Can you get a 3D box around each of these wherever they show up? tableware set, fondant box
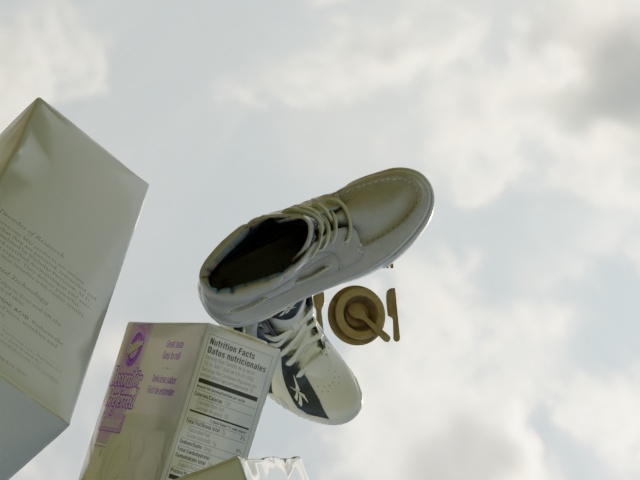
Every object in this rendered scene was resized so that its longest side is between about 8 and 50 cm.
[{"bbox_3d":[0.051,0.052,2.436,0.128,0.194,0.039,-2,172,-18],"label":"tableware set"},{"bbox_3d":[-0.175,0.255,1.825,0.238,0.096,0.330,-5,-115,63],"label":"fondant box"}]

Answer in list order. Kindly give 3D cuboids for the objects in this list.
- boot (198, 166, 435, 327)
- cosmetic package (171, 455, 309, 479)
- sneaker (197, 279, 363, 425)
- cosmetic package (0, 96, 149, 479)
[{"bbox_3d":[0.000,0.000,1.659,0.258,0.095,0.123,-32,169,-6],"label":"boot"},{"bbox_3d":[-0.014,0.352,1.288,0.097,0.377,0.284,-21,170,3],"label":"cosmetic package"},{"bbox_3d":[-0.033,0.096,1.850,0.094,0.235,0.153,-34,172,-19],"label":"sneaker"},{"bbox_3d":[-0.309,0.063,1.595,0.217,0.156,0.385,-41,-158,26],"label":"cosmetic package"}]
